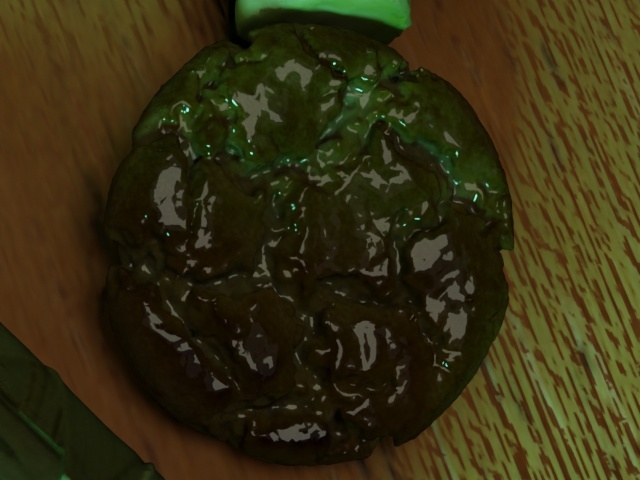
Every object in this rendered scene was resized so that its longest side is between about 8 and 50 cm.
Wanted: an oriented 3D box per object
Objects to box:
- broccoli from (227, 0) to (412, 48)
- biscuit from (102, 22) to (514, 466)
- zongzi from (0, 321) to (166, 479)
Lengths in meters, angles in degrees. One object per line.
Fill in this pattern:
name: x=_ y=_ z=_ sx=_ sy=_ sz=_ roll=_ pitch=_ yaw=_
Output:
broccoli: x=0.000 y=-0.212 z=0.891 sx=0.248 sy=0.288 sz=0.246 roll=6 pitch=81 yaw=-66
biscuit: x=0.000 y=0.000 z=0.875 sx=0.226 sy=0.042 sz=0.226 roll=3 pitch=84 yaw=-26
zongzi: x=-0.213 y=0.208 z=0.650 sx=0.418 sy=0.181 sz=0.447 roll=44 pitch=60 yaw=11
